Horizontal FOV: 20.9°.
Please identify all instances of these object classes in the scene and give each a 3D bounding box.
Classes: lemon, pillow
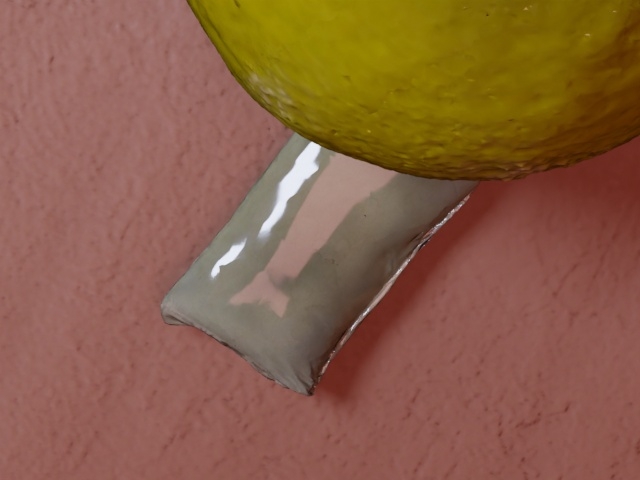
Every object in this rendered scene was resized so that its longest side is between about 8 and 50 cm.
[{"bbox_3d":[0.085,-0.194,0.907,0.364,0.364,0.364,-2,108,-5],"label":"lemon"},{"bbox_3d":[0.000,0.000,1.112,0.119,0.053,0.208,35,99,-17],"label":"pillow"}]
